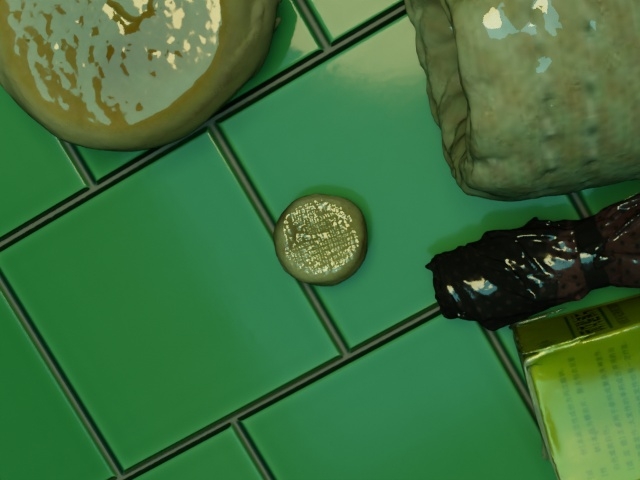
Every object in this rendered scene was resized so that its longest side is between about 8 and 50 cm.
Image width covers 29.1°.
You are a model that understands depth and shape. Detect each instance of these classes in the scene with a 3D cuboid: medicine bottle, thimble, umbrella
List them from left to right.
[{"bbox_3d":[0.172,-0.176,0.933,0.195,0.291,0.291,-12,98,0],"label":"thimble"},{"bbox_3d":[0.252,0.005,1.041,0.326,0.094,0.090,-15,76,15],"label":"umbrella"},{"bbox_3d":[0.296,0.112,1.040,0.250,0.137,0.141,-17,97,8],"label":"medicine bottle"}]

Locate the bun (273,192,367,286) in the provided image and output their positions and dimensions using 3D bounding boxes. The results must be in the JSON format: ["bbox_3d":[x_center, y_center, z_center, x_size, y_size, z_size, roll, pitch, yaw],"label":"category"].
[{"bbox_3d":[0.000,0.000,1.095,0.086,0.055,0.086,0,86,1],"label":"bun"}]

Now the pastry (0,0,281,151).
[{"bbox_3d":[-0.164,-0.202,1.034,0.265,0.133,0.264,1,102,7],"label":"pastry"}]
